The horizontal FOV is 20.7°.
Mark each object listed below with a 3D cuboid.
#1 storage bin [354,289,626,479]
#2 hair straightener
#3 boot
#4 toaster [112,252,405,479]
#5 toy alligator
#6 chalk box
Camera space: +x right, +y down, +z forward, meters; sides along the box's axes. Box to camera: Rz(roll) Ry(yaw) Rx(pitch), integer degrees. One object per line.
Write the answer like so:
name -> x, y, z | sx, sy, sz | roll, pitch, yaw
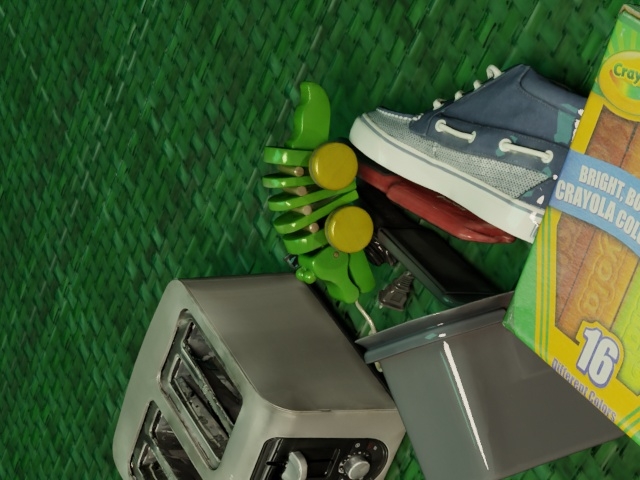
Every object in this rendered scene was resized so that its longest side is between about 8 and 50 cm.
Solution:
storage bin -> 0.103, 0.073, 0.918 | 0.098, 0.135, 0.091 | -25, 81, 53
hair straightener -> 0.035, -0.002, 1.082 | 0.230, 0.047, 0.089 | 32, 116, 52
boot -> 0.093, -0.063, 0.993 | 0.190, 0.069, 0.086 | 32, 102, 49
toaster -> -0.044, 0.119, 1.144 | 0.186, 0.110, 0.168 | 53, 130, 42
toy alligator -> 0.000, 0.000, 1.056 | 0.056, 0.051, 0.190 | 20, 126, 66
chalk box -> 0.196, -0.022, 0.767 | 0.132, 0.132, 0.213 | 43, 125, 47
